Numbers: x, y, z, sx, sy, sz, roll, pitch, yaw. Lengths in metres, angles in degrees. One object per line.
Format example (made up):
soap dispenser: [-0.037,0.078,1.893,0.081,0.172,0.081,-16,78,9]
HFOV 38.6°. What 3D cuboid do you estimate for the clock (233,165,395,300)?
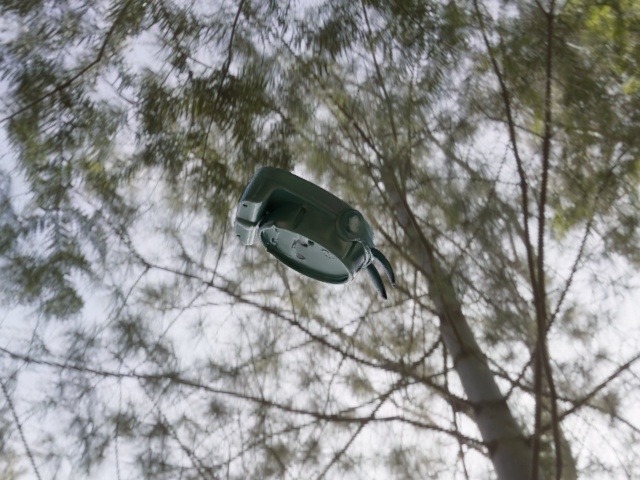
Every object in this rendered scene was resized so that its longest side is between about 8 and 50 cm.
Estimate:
clock: [0.000,-0.001,0.763,0.147,0.108,0.045,28,-111,2]
